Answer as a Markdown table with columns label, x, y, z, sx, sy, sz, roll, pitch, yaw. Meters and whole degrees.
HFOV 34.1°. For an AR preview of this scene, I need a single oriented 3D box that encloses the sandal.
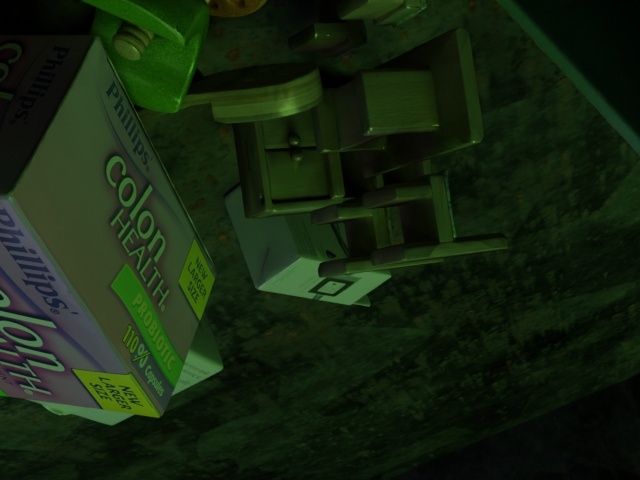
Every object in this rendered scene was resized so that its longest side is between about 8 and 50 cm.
| label | x | y | z | sx | sy | sz | roll | pitch | yaw |
| --- | --- | --- | --- | --- | --- | --- | --- | --- | --- |
| sandal | -0.117 | -0.122 | 0.718 | 0.240 | 0.079 | 0.088 | -3 | -157 | 20 |

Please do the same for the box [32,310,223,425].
| label | x | y | z | sx | sy | sz | roll | pitch | yaw |
| --- | --- | --- | --- | --- | --- | --- | --- | --- | --- |
| box | -0.189 | 0.034 | 0.841 | 0.119 | 0.182 | 0.181 | -28 | 155 | 9 |

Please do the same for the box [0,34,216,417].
| label | x | y | z | sx | sy | sz | roll | pitch | yaw |
| --- | --- | --- | --- | --- | --- | --- | --- | --- | --- |
| box | -0.218 | -0.006 | 0.632 | 0.242 | 0.117 | 0.214 | 3 | 143 | 18 |

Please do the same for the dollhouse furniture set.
| label | x | y | z | sx | sy | sz | roll | pitch | yaw |
| --- | --- | --- | --- | --- | --- | --- | --- | --- | --- |
| dollhouse furniture set | 0.058 | -0.087 | 0.776 | 0.161 | 0.212 | 0.242 | -6 | 176 | -28 |

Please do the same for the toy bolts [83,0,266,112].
| label | x | y | z | sx | sy | sz | roll | pitch | yaw |
| --- | --- | --- | --- | --- | --- | --- | --- | --- | --- |
| toy bolts | -0.112 | -0.211 | 0.530 | 0.218 | 0.159 | 0.228 | 26 | 156 | -3 |

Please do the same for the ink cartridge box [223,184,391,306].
| label | x | y | z | sx | sy | sz | roll | pitch | yaw |
| --- | --- | --- | --- | --- | --- | --- | --- | --- | --- |
| ink cartridge box | 0.000 | 0.000 | 1.014 | 0.060 | 0.104 | 0.180 | -37 | 151 | 28 |

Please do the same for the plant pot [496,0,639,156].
| label | x | y | z | sx | sy | sz | roll | pitch | yaw |
| --- | --- | --- | --- | --- | --- | --- | --- | --- | --- |
| plant pot | 0.286 | -0.223 | 0.653 | 0.252 | 0.247 | 0.248 | -29 | 161 | -30 |
